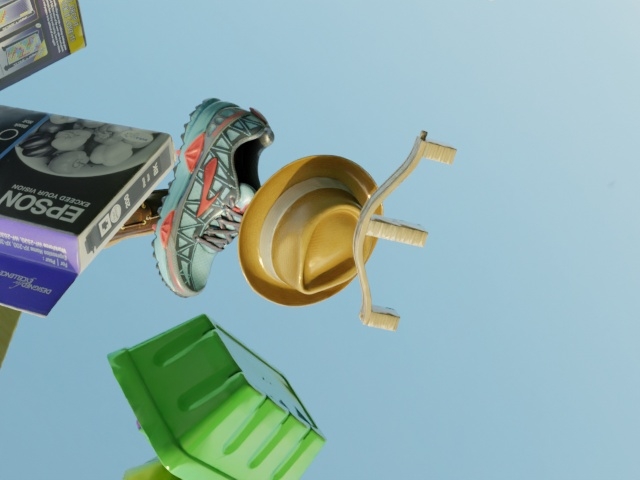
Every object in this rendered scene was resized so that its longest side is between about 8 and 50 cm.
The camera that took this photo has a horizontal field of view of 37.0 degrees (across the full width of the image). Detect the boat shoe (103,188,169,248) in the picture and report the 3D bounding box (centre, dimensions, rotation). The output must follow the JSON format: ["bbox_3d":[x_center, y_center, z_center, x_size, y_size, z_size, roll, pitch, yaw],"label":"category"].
[{"bbox_3d":[-0.332,-0.045,1.669,0.207,0.073,0.073,-24,-127,-17],"label":"boat shoe"}]

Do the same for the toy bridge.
[{"bbox_3d":[0.065,-0.010,0.869,0.063,0.188,0.026,12,-163,-14],"label":"toy bridge"}]

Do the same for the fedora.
[{"bbox_3d":[0.000,0.000,1.109,0.194,0.194,0.079,26,-171,-29],"label":"fedora"}]

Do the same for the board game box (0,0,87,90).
[{"bbox_3d":[-0.293,-0.218,0.865,0.141,0.170,0.048,-35,-114,-24],"label":"board game box"}]

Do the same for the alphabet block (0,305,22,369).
[{"bbox_3d":[-0.564,0.122,1.323,0.197,0.193,0.192,51,-158,-30],"label":"alphabet block"}]

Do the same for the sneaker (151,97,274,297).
[{"bbox_3d":[-0.130,-0.046,1.222,0.125,0.262,0.104,16,-173,23],"label":"sneaker"}]

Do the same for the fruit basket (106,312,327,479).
[{"bbox_3d":[-0.211,0.349,1.539,0.392,0.392,0.283,7,-146,-42],"label":"fruit basket"}]

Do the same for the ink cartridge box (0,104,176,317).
[{"bbox_3d":[-0.265,-0.038,0.834,0.206,0.045,0.208,12,-135,20],"label":"ink cartridge box"}]
